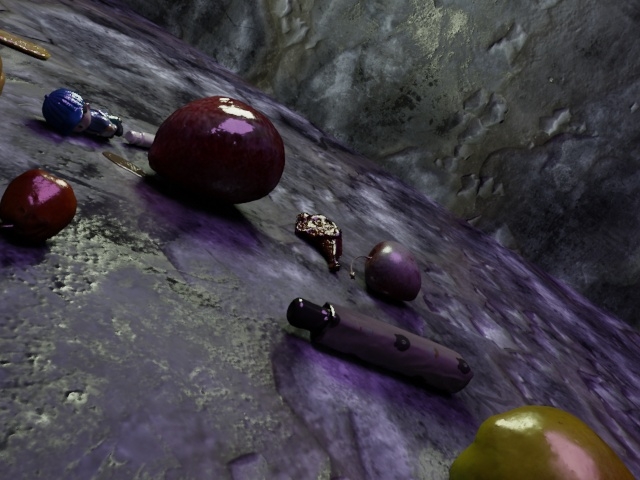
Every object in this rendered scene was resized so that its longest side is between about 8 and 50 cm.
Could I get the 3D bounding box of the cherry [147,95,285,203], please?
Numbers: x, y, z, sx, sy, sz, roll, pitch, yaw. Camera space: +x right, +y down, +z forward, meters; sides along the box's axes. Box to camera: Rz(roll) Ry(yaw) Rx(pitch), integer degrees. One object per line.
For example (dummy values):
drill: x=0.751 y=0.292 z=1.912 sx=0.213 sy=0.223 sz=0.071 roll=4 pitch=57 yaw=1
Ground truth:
cherry: x=-0.198 y=-0.174 z=1.090 sx=0.300 sy=0.202 sz=0.230 roll=-12 pitch=47 yaw=-47

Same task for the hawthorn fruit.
hawthorn fruit: x=-0.344 y=-0.036 z=0.670 sx=0.081 sy=0.081 sz=0.093 roll=27 pitch=47 yaw=-17

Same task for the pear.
pear: x=0.247 y=0.283 z=0.608 sx=0.200 sy=0.199 sz=0.200 roll=29 pitch=17 yaw=-10

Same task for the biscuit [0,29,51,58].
biscuit: x=-0.705 y=-0.461 z=1.299 sx=0.147 sy=0.018 sz=0.071 roll=18 pitch=21 yaw=-41

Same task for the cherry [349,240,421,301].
cherry: x=0.146 y=0.080 z=1.159 sx=0.188 sy=0.115 sz=0.148 roll=-67 pitch=138 yaw=-65

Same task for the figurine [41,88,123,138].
figurine: x=-0.436 y=-0.228 z=1.034 sx=0.086 sy=0.087 sz=0.149 roll=-2 pitch=-1 yaw=28

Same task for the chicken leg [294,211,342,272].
chicken leg: x=0.005 y=-0.002 z=1.217 sx=0.093 sy=0.053 sz=0.205 roll=-12 pitch=35 yaw=-34

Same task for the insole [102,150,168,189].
insole: x=-0.344 y=-0.130 z=1.039 sx=0.135 sy=0.002 sz=0.045 roll=32 pitch=17 yaw=-2

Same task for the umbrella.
umbrella: x=0.098 y=0.165 z=0.881 sx=0.338 sy=0.067 sz=0.073 roll=24 pitch=5 yaw=-23

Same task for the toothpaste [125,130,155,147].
toothpaste: x=-0.349 y=-0.212 z=1.214 sx=0.048 sy=0.031 sz=0.190 roll=36 pitch=14 yaw=20

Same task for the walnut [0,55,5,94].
walnut: x=-0.512 y=-0.222 z=0.659 sx=0.257 sy=0.257 sz=0.224 roll=36 pitch=49 yaw=13
